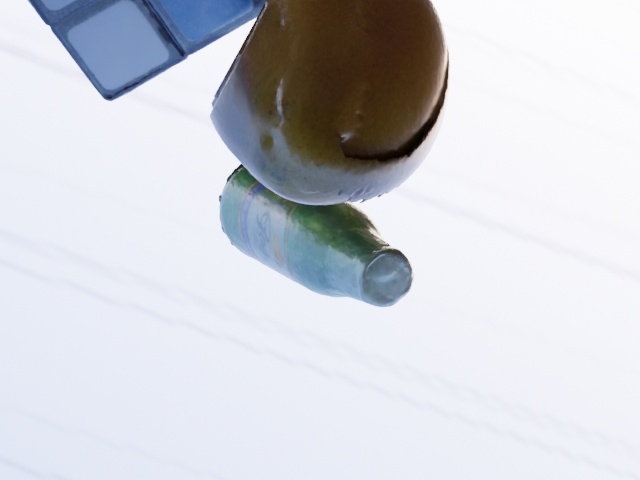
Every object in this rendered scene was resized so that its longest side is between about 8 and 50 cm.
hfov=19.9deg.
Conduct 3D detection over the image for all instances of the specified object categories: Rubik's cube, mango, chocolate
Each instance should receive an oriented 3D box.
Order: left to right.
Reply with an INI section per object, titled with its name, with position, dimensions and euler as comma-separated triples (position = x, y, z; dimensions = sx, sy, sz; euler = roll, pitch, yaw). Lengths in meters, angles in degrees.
[Rubik's cube]
position = -0.187, -0.428, 2.015
dimensions = 0.362, 0.363, 0.359
euler = 58, -167, -30
[chocolate]
position = 0.000, 0.000, 1.685
dimensions = 0.110, 0.110, 0.291
euler = 13, -171, -26
[mango]
position = 0.016, -0.120, 1.371
dimensions = 0.166, 0.136, 0.236
euler = 25, -130, -2
